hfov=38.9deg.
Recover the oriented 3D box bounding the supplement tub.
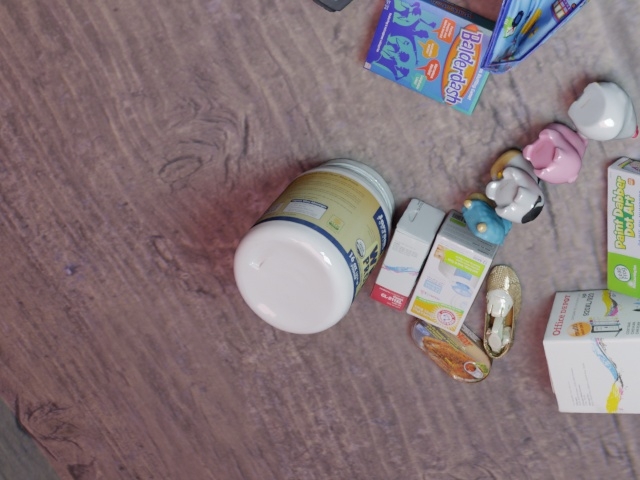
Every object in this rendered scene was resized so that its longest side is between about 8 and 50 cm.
[{"bbox_3d":[0.000,0.000,1.688,0.228,0.316,0.228,13,125,18],"label":"supplement tub"}]

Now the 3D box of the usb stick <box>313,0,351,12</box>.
[{"bbox_3d":[0.094,-0.476,1.497,0.077,0.045,0.278,16,143,-40],"label":"usb stick"}]

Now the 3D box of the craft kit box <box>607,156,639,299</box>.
[{"bbox_3d":[0.600,0.004,1.512,0.246,0.061,0.250,23,133,46],"label":"craft kit box"}]

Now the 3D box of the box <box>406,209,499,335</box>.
[{"bbox_3d":[0.257,0.063,1.741,0.114,0.103,0.203,25,128,10],"label":"box"}]

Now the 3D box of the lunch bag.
[{"bbox_3d":[0.346,-0.374,1.342,0.138,0.221,0.293,33,128,4],"label":"lunch bag"}]

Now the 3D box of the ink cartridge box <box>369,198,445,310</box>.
[{"bbox_3d":[0.168,0.027,1.746,0.072,0.127,0.175,25,128,8],"label":"ink cartridge box"}]

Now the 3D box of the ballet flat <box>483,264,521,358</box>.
[{"bbox_3d":[0.353,0.147,1.772,0.073,0.067,0.206,7,123,23],"label":"ballet flat"}]

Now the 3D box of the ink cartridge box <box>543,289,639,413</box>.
[{"bbox_3d":[0.543,0.198,1.647,0.232,0.171,0.168,-5,117,28],"label":"ink cartridge box"}]

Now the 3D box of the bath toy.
[{"bbox_3d":[0.395,-0.133,1.538,0.129,0.151,0.348,16,135,-34],"label":"bath toy"}]

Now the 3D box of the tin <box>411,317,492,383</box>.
[{"bbox_3d":[0.274,0.217,1.877,0.189,0.040,0.106,43,133,-5],"label":"tin"}]

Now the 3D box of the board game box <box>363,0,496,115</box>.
[{"bbox_3d":[0.196,-0.329,1.554,0.210,0.047,0.160,25,128,8],"label":"board game box"}]
